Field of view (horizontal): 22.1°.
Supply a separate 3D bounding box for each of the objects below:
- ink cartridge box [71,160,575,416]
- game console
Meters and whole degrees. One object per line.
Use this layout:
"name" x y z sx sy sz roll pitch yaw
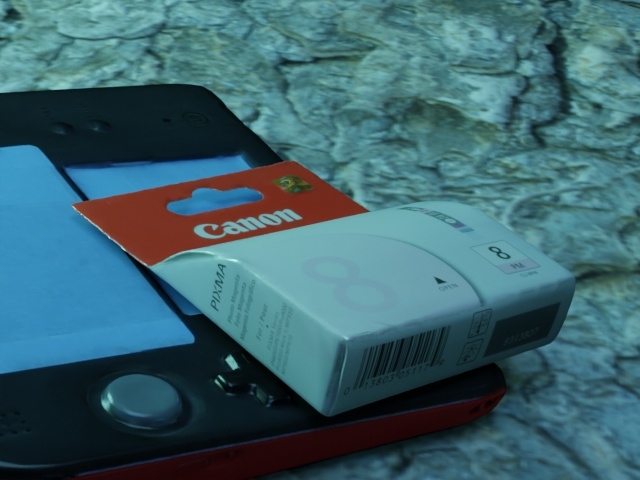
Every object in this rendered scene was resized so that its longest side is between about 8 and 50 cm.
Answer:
"ink cartridge box" 0.000 0.000 0.938 0.189 0.066 0.232 -13 43 -42
"game console" -0.128 0.011 0.959 0.342 0.060 0.386 -11 37 -30
